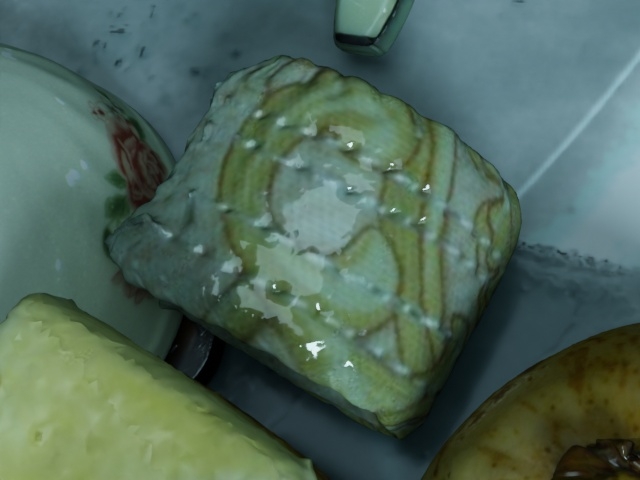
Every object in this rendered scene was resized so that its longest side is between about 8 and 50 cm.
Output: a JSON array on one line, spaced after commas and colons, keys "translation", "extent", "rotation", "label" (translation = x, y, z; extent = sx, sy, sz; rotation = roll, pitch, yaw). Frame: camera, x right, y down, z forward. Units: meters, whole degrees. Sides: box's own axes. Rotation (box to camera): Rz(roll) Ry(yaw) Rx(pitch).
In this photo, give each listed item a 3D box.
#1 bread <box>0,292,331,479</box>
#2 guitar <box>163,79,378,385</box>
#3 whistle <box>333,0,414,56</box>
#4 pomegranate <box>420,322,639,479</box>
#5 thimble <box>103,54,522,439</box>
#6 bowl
[{"translation": [-0.063, 0.123, 0.463], "extent": [0.178, 0.266, 0.141], "rotation": [-8, 67, 6], "label": "bread"}, {"translation": [-0.045, -0.008, 0.628], "extent": [0.088, 0.025, 0.233], "rotation": [39, 82, 21], "label": "guitar"}, {"translation": [0.060, -0.225, 0.658], "extent": [0.114, 0.077, 0.235], "rotation": [13, 80, 24], "label": "whistle"}, {"translation": [0.143, 0.136, 0.442], "extent": [0.215, 0.215, 0.215], "rotation": [-3, 71, 10], "label": "pomegranate"}, {"translation": [0.000, 0.000, 0.548], "extent": [0.190, 0.137, 0.143], "rotation": [30, 80, -5], "label": "thimble"}, {"translation": [-0.222, 0.001, 0.583], "extent": [0.277, 0.145, 0.277], "rotation": [-5, 69, 14], "label": "bowl"}]
